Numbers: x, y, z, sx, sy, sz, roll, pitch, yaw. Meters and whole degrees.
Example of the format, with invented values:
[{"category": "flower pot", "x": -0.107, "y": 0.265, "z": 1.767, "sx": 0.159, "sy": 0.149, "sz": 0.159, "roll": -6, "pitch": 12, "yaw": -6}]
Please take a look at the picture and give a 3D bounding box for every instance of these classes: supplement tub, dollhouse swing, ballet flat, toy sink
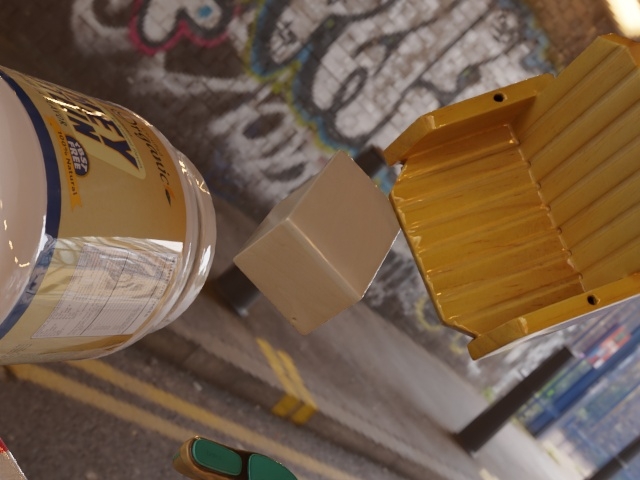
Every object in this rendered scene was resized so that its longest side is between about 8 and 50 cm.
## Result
[{"category": "supplement tub", "x": -0.238, "y": -0.015, "z": 0.835, "sx": 0.228, "sy": 0.228, "sz": 0.316, "roll": 48, "pitch": 13, "yaw": 17}, {"category": "dollhouse swing", "x": 0.294, "y": -0.064, "z": 1.429, "sx": 0.305, "sy": 0.315, "sz": 0.346, "roll": 106, "pitch": -36, "yaw": -74}, {"category": "ballet flat", "x": -0.137, "y": 0.377, "z": 1.706, "sx": 0.232, "sy": 0.073, "sz": 0.080, "roll": 30, "pitch": 43, "yaw": -27}, {"category": "toy sink", "x": 0.000, "y": 0.000, "z": 1.526, "sx": 0.153, "sy": 0.131, "sz": 0.234, "roll": 47, "pitch": 34, "yaw": -10}]

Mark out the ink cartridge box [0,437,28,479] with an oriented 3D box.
[{"category": "ink cartridge box", "x": -0.468, "y": 0.273, "z": 1.053, "sx": 0.131, "sy": 0.306, "sz": 0.226, "roll": 28, "pitch": -36, "yaw": 45}]
